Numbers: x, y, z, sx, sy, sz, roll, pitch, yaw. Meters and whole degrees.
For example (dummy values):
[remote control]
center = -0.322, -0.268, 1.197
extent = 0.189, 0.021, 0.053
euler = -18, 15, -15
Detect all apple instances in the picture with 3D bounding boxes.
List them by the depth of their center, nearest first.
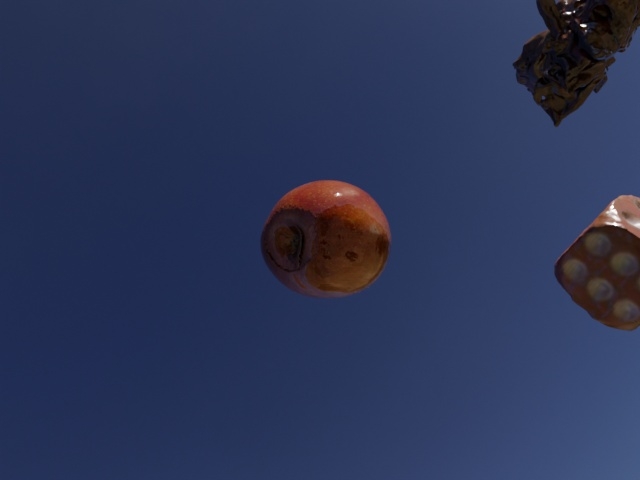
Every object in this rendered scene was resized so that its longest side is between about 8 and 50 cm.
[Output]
[apple]
center = 0.000, 0.000, 0.938
extent = 0.235, 0.210, 0.173
euler = -22, -11, 35

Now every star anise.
[star anise]
center = 0.329, -0.295, 0.683
extent = 0.237, 0.148, 0.346
euler = -54, -30, -22

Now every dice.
[dice]
center = 0.532, 0.042, 0.949
extent = 0.179, 0.175, 0.173
euler = -25, -29, -42
